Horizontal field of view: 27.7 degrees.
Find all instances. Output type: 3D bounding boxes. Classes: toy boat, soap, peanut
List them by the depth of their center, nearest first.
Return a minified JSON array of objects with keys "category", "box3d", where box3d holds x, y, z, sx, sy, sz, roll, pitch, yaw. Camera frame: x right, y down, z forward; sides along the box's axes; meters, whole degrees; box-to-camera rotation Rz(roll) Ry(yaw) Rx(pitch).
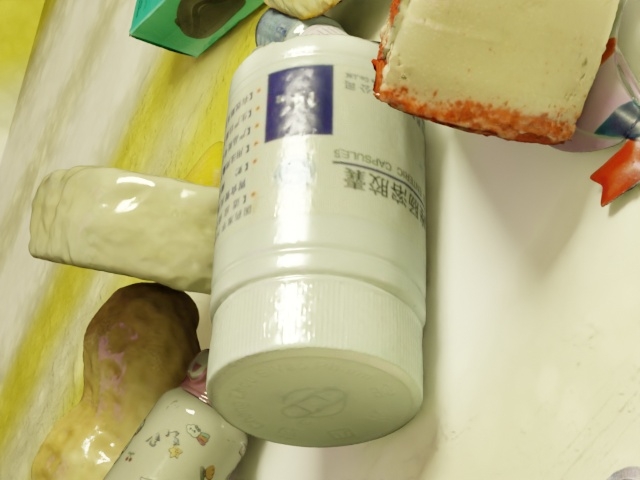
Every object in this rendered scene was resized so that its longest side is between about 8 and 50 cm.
[{"category":"toy boat","box3d":[0.187,-0.156,1.051,0.219,0.072,0.318,-31,56,52]},{"category":"peanut","box3d":[-0.222,0.237,1.476,0.169,0.192,0.387,152,131,-77]},{"category":"soap","box3d":[-0.163,-0.072,1.748,0.168,0.033,0.089,-35,41,53]}]

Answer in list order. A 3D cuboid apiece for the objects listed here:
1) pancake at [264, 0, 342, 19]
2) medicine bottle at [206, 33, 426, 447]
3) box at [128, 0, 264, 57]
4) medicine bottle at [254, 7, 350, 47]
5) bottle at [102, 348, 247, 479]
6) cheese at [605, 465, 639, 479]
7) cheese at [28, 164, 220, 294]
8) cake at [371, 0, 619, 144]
[{"category":"pancake","box3d":[0.032,-0.423,1.456,0.387,0.082,0.387,-38,37,36]},{"category":"medicine bottle","box3d":[0.000,0.000,1.163,0.190,0.190,0.332,-40,40,50]},{"category":"box","box3d":[-0.150,-0.407,1.843,0.311,0.118,0.205,-23,52,59]},{"category":"medicine bottle","box3d":[-0.010,-0.215,1.459,0.083,0.083,0.203,-68,23,10]},{"category":"bottle","box3d":[-0.140,0.217,1.353,0.233,0.110,0.110,-56,21,-13]},{"category":"cheese","box3d":[0.178,0.208,0.825,0.191,0.042,0.105,123,153,-51]},{"category":"cheese","box3d":[-0.143,-0.004,1.386,0.318,0.326,0.115,13,-92,-77]},{"category":"cake","box3d":[0.137,-0.179,1.031,0.262,0.160,0.158,-78,6,-73]}]
